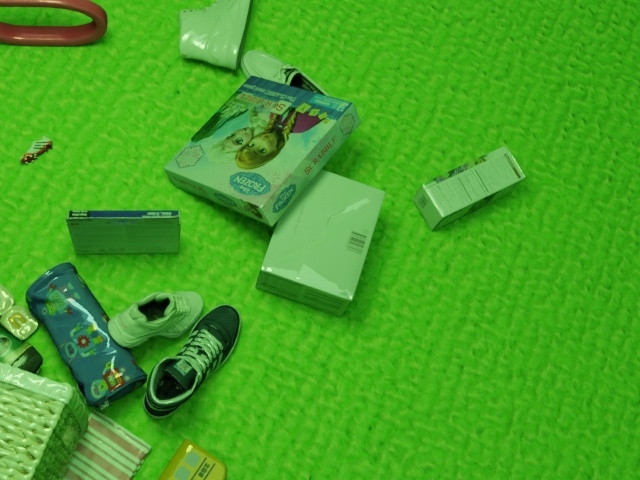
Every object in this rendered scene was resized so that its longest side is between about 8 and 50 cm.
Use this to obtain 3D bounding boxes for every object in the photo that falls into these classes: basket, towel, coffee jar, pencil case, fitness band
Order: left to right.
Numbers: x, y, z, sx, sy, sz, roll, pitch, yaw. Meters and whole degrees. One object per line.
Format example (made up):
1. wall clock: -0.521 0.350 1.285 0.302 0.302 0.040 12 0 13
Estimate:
1. basket: -0.616 0.356 1.500 0.331 0.328 0.266 20 65 -2
2. coffee jar: -0.640 0.210 1.686 0.184 0.079 0.096 39 61 3
3. fitness band: -0.617 -0.492 1.887 0.290 0.209 0.054 0 74 -10
4. pencil case: -0.475 0.196 1.721 0.133 0.119 0.306 -35 80 -4
5. towel: -0.443 0.451 1.685 0.144 0.029 0.197 32 69 1

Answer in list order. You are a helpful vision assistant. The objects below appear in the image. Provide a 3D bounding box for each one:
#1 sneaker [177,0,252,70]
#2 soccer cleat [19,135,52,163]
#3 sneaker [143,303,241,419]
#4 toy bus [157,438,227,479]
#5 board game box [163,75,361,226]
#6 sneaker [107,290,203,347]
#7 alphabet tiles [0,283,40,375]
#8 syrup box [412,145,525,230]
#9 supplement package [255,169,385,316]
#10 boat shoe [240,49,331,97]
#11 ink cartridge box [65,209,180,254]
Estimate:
1. sneaker: -0.250 -0.545 2.027 0.169 0.108 0.293 11 62 0
2. soccer cleat: -0.627 -0.199 1.882 0.035 0.029 0.083 43 66 16
3. sneaker: -0.250 0.233 1.728 0.099 0.153 0.282 37 69 3
4. toy bus: -0.298 0.556 1.630 0.130 0.108 0.333 33 69 3
5. board game box: -0.129 -0.206 1.860 0.318 0.066 0.318 21 63 37
6. sneaker: -0.309 0.144 1.733 0.232 0.115 0.090 -21 73 -53
7. alphabet tiles: -0.715 0.221 1.721 0.278 0.021 0.284 43 70 4
8. syrup box: 0.343 -0.121 1.989 0.237 0.093 0.096 -26 77 -17
9. supplement package: 0.000 0.000 1.858 0.204 0.145 0.262 19 69 -2
10. boat shoe: -0.073 -0.375 2.009 0.258 0.084 0.095 32 69 3
11. ink cartridge box: -0.399 -0.027 1.756 0.223 0.224 0.045 0 71 -11
